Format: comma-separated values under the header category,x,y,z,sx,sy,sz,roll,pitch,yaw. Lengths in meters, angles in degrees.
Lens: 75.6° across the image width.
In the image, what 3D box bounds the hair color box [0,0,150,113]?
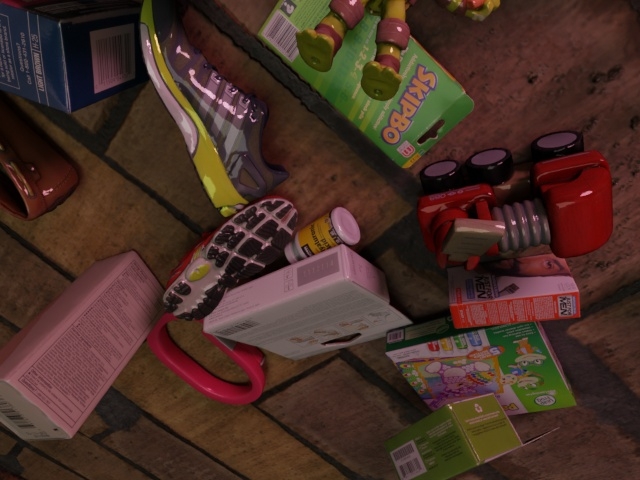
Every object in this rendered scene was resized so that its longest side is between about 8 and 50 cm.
category,x,y,z,sx,sy,sz,roll,pitch,yaw
hair color box,-0.415,-0.283,0.511,0.348,0.173,0.105,19,125,2

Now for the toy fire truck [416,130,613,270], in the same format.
category,x,y,z,sx,sy,sz,roll,pitch,yaw
toy fire truck,0.217,-0.028,0.470,0.217,0.246,0.158,-11,120,22

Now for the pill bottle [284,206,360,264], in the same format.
category,x,y,z,sx,sy,sz,roll,pitch,yaw
pill bottle,0.000,0.000,0.659,0.116,0.065,0.065,-30,111,30

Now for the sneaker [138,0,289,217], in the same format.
category,x,y,z,sx,sy,sz,roll,pitch,yaw
sneaker,-0.138,-0.186,0.561,0.121,0.111,0.299,-21,115,0

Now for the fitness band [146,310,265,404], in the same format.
category,x,y,z,sx,sy,sz,roll,pitch,yaw
fitness band,-0.246,0.254,0.910,0.209,0.054,0.291,-30,111,32

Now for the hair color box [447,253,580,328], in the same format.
category,x,y,z,sx,sy,sz,roll,pitch,yaw
hair color box,0.281,0.075,0.618,0.167,0.093,0.053,-10,120,20

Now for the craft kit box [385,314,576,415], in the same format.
category,x,y,z,sx,sy,sz,roll,pitch,yaw
craft kit box,0.283,0.227,0.736,0.250,0.060,0.246,-23,122,27

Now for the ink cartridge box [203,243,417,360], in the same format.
category,x,y,z,sx,sy,sz,roll,pitch,yaw
ink cartridge box,-0.012,0.131,0.744,0.296,0.066,0.261,-23,144,27

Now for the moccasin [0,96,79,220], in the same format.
category,x,y,z,sx,sy,sz,roll,pitch,yaw
moccasin,-0.581,-0.180,0.640,0.139,0.147,0.380,-28,113,29

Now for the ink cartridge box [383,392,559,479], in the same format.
category,x,y,z,sx,sy,sz,roll,pitch,yaw
ink cartridge box,0.276,0.360,0.759,0.255,0.097,0.188,4,138,-36

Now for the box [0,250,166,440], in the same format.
category,x,y,z,sx,sy,sz,roll,pitch,yaw
box,-0.419,0.171,0.734,0.121,0.311,0.147,-14,118,23

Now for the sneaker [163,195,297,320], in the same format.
category,x,y,z,sx,sy,sz,roll,pitch,yaw
sneaker,-0.163,0.010,0.687,0.279,0.118,0.107,-39,128,11

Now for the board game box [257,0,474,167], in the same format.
category,x,y,z,sx,sy,sz,roll,pitch,yaw
board game box,0.059,-0.216,0.516,0.259,0.039,0.124,41,123,-10

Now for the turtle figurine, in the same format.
category,x,y,z,sx,sy,sz,roll,pitch,yaw
turtle figurine,0.056,-0.268,0.414,0.270,0.087,0.217,27,82,-19
